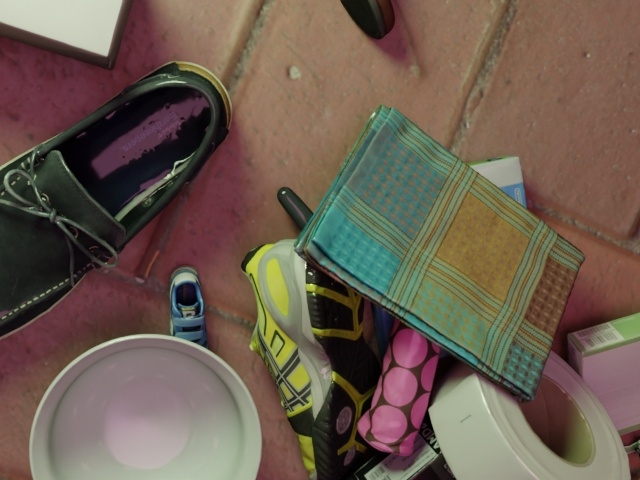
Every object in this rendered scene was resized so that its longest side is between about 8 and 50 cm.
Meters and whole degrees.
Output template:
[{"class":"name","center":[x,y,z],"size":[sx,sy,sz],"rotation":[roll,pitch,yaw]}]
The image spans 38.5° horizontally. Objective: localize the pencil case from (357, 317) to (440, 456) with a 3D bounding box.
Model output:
[{"class":"pencil case","center":[0.111,0.182,1.255],"size":[0.095,0.098,0.210],"rotation":[16,92,-36]}]

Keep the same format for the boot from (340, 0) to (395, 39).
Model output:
[{"class":"boot","center":[0.139,-0.444,1.280],"size":[0.280,0.096,0.264],"rotation":[-22,92,-16]}]

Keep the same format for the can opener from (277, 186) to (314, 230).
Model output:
[{"class":"can opener","center":[0.000,0.000,1.294],"size":[0.073,0.059,0.186],"rotation":[-37,102,-5]}]

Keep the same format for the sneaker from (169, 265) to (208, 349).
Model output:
[{"class":"sneaker","center":[-0.184,0.109,1.268],"size":[0.053,0.059,0.144],"rotation":[-10,99,-13]}]

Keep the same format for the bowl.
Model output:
[{"class":"bowl","center":[-0.232,0.260,1.236],"size":[0.297,0.134,0.298],"rotation":[-1,96,-11]}]

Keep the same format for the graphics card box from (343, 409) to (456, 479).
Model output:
[{"class":"graphics card box","center":[0.085,0.445,1.312],"size":[0.371,0.094,0.233],"rotation":[-38,120,-7]}]

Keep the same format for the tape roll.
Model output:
[{"class":"tape roll","center":[0.288,0.266,1.260],"size":[0.286,0.286,0.100],"rotation":[35,124,-13]}]

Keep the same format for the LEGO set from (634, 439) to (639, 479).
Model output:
[{"class":"LEGO set","center":[0.571,0.405,1.455],"size":[0.244,0.060,0.183],"rotation":[6,95,-16]}]

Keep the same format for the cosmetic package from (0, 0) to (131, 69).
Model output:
[{"class":"cosmetic package","center":[-0.410,-0.335,1.105],"size":[0.365,0.197,0.155],"rotation":[15,92,-14]}]

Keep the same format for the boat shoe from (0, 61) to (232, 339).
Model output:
[{"class":"boat shoe","center":[-0.318,-0.048,1.177],"size":[0.500,0.156,0.187],"rotation":[-40,104,-4]}]

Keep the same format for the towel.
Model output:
[{"class":"towel","center":[0.175,0.011,1.219],"size":[0.370,0.040,0.272],"rotation":[34,59,-8]}]

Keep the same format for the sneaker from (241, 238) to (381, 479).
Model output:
[{"class":"sneaker","center":[-0.012,0.168,1.286],"size":[0.145,0.147,0.385],"rotation":[-30,122,-49]}]

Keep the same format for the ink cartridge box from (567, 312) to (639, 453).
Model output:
[{"class":"ink cartridge box","center":[0.470,0.228,1.421],"size":[0.171,0.056,0.235],"rotation":[-15,123,-9]}]

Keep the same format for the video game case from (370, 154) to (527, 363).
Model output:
[{"class":"video game case","center":[0.187,0.031,1.336],"size":[0.244,0.061,0.270],"rotation":[-12,98,-9]}]
